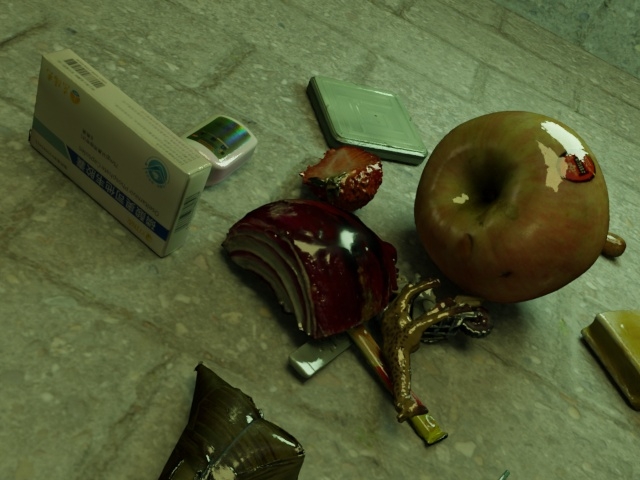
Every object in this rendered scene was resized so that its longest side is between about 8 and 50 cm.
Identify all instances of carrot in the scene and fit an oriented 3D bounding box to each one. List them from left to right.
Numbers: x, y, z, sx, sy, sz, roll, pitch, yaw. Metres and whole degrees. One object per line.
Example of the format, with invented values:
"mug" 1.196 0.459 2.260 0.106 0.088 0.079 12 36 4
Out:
"carrot" 0.687 -0.009 1.859 0.162 0.055 0.055 25 37 7

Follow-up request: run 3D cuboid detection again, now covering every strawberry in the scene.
"strawberry" 0.057 -0.120 1.566 0.175 0.106 0.236 4 25 31

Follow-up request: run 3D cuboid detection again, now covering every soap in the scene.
"soap" 0.670 0.263 1.510 0.160 0.080 0.257 -1 46 -32

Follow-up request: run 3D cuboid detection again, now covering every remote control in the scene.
"remote control" 0.010 0.179 1.249 0.050 0.027 0.184 47 37 12

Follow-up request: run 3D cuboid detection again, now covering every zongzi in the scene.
"zongzi" -0.169 0.271 0.972 0.221 0.112 0.242 -20 50 -43

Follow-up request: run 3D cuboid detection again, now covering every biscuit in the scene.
"biscuit" 0.109 0.220 1.247 0.048 0.026 0.292 -12 58 -48

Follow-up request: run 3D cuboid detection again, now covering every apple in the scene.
"apple" 0.384 -0.067 1.484 0.347 0.391 0.391 20 31 -50

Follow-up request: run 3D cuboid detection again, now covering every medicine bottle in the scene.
"medicine bottle" -0.223 -0.171 1.460 0.115 0.078 0.219 34 38 5

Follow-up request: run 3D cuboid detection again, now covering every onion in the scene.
"onion" 0.000 0.000 1.305 0.314 0.146 0.280 35 46 29

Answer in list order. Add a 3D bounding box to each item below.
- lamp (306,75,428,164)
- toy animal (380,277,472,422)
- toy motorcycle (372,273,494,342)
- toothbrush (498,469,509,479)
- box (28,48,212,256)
"lamp" 0.116 -0.301 1.841 0.269 0.047 0.266 6 44 -26
"toy animal" 0.153 0.172 1.235 0.149 0.054 0.275 15 54 28
"toy motorcycle" 0.206 0.122 1.371 0.229 0.094 0.129 2 45 -11
"toothbrush" 0.258 0.407 1.150 0.014 0.011 0.167 46 41 14
"box" -0.351 -0.149 1.261 0.343 0.200 0.065 39 41 13
